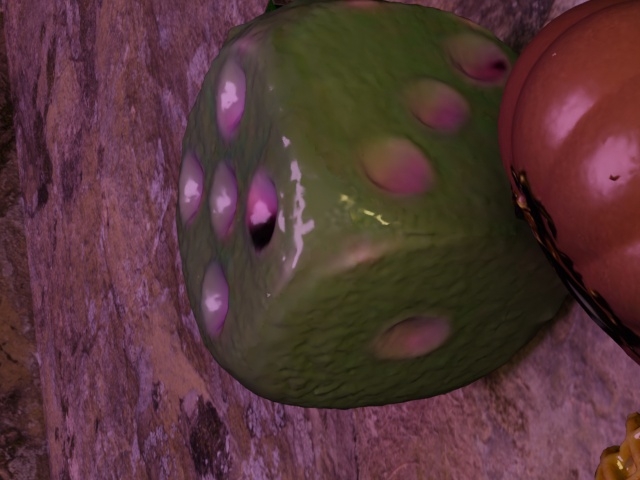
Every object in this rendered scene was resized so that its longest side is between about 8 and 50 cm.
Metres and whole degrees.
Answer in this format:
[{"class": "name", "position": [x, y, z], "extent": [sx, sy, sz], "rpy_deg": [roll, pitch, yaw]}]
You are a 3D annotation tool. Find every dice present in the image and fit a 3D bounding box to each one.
[{"class": "dice", "position": [0.049, -0.039, 1.342], "extent": [0.318, 0.322, 0.330], "rpy_deg": [121, 144, -45]}]

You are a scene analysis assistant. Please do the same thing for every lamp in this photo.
[{"class": "lamp", "position": [0.266, -0.043, 0.937], "extent": [0.239, 0.305, 0.305], "rpy_deg": [-35, 42, 5]}]

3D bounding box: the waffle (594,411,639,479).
[{"class": "waffle", "position": [0.291, 0.244, 1.067], "extent": [0.254, 0.052, 0.245], "rpy_deg": [-3, 70, 64]}]

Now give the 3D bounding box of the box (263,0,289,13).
[{"class": "box", "position": [-0.046, -0.227, 1.881], "extent": [0.235, 0.034, 0.132], "rpy_deg": [-114, 36, -43]}]
